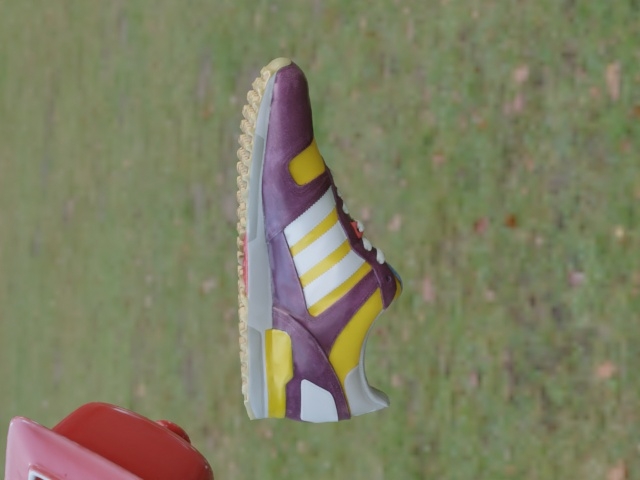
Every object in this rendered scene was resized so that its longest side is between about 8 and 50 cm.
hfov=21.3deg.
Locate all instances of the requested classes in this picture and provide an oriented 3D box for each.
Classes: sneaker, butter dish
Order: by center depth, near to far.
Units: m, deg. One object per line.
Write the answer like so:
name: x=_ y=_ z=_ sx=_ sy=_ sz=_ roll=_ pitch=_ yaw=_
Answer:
sneaker: x=0.000 y=0.000 z=0.867 sx=0.069 sy=0.084 sz=0.185 roll=-117 pitch=27 yaw=-79
butter dish: x=-0.134 y=0.176 z=1.215 sx=0.118 sy=0.160 sz=0.160 roll=-50 pitch=-18 yaw=-41
